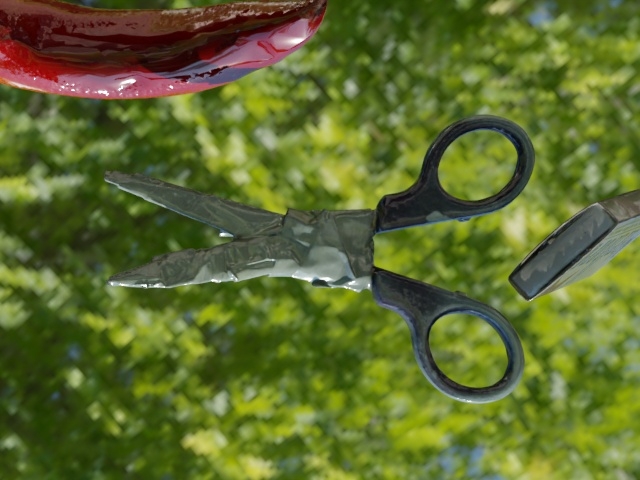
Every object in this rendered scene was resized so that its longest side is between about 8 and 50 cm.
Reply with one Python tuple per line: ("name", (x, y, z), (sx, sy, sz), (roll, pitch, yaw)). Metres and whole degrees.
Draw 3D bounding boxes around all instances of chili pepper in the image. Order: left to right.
("chili pepper", (-0.176, -0.182, 1.636), (0.368, 0.137, 0.092), (-2, -124, 1))

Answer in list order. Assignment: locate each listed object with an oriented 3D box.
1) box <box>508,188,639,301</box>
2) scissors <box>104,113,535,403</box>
("box", (0.248, -0.001, 1.722), (0.036, 0.115, 0.177), (53, -156, 11))
("scissors", (0.000, 0.000, 1.640), (0.383, 0.029, 0.256), (6, -95, -10))
